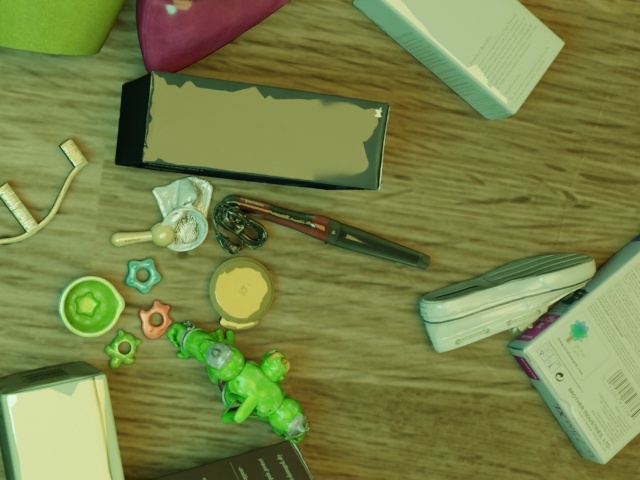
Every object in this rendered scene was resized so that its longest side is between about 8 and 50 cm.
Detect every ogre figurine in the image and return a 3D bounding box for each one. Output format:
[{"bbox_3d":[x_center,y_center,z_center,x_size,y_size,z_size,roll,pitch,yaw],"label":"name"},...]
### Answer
[{"bbox_3d":[-0.080,0.166,1.503,0.096,0.118,0.197,-31,100,-16],"label":"ogre figurine"}]

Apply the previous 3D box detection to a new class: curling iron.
[{"bbox_3d":[0.000,0.000,1.572,0.274,0.035,0.068,10,91,-17],"label":"curling iron"}]

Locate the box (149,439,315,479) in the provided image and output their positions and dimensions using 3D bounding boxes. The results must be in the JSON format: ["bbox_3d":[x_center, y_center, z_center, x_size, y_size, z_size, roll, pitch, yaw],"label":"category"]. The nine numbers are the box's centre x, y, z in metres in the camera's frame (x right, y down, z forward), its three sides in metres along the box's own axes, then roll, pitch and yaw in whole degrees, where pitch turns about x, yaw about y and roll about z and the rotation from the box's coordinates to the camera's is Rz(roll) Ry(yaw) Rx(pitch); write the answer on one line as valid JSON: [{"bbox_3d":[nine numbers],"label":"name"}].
[{"bbox_3d":[-0.090,0.350,1.443,0.203,0.167,0.169,-15,123,-15],"label":"box"}]

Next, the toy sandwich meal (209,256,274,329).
[{"bbox_3d":[-0.092,0.061,1.547,0.085,0.029,0.086,1,85,-17],"label":"toy sandwich meal"}]

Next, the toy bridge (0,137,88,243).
[{"bbox_3d":[-0.333,-0.034,1.467,0.188,0.026,0.063,-38,102,-14],"label":"toy bridge"}]

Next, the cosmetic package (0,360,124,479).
[{"bbox_3d":[-0.268,0.295,1.421,0.113,0.160,0.310,-11,95,-18],"label":"cosmetic package"}]

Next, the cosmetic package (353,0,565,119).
[{"bbox_3d":[0.166,-0.260,1.602,0.231,0.085,0.117,39,78,-12],"label":"cosmetic package"}]

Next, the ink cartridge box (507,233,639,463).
[{"bbox_3d":[0.407,0.113,1.693,0.311,0.065,0.186,-38,101,-12],"label":"ink cartridge box"}]

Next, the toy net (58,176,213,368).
[{"bbox_3d":[-0.187,0.030,1.505,0.122,0.045,0.232,43,78,-13],"label":"toy net"}]

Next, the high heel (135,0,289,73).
[{"bbox_3d":[-0.052,-0.299,1.514,0.377,0.127,0.181,-15,133,-39],"label":"high heel"}]

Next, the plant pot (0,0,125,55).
[{"bbox_3d":[-0.281,-0.349,1.383,0.274,0.275,0.294,5,105,-18],"label":"plant pot"}]

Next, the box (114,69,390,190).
[{"bbox_3d":[-0.080,-0.116,1.468,0.261,0.184,0.103,6,88,-18],"label":"box"}]

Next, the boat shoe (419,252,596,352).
[{"bbox_3d":[0.231,0.076,1.635,0.226,0.083,0.076,-14,107,-6],"label":"boat shoe"}]
